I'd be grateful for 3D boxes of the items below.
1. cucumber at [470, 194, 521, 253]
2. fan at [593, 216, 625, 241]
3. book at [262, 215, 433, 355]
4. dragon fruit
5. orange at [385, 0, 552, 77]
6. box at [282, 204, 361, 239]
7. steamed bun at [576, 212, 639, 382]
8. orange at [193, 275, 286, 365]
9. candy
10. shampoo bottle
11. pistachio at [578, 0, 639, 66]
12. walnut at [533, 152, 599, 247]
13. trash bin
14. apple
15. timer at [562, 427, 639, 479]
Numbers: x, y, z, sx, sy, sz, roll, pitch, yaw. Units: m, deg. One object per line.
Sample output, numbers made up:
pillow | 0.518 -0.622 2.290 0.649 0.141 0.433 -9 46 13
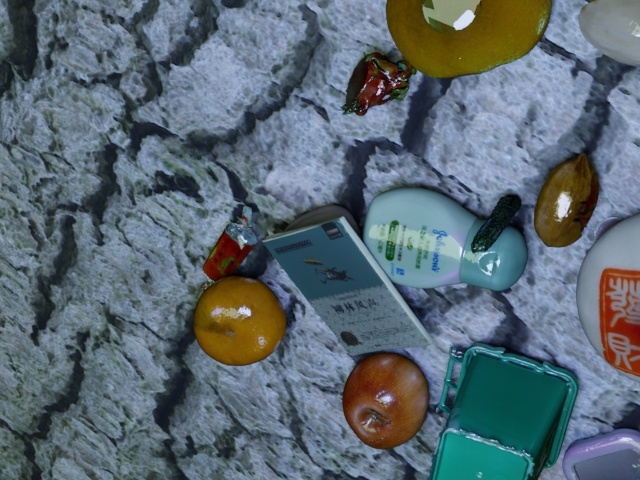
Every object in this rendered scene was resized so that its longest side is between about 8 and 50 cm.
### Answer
cucumber | 0.358 -0.037 1.771 0.043 0.256 0.044 20 123 20
fan | 0.610 0.014 1.817 0.085 0.005 0.133 13 111 19
book | 0.061 0.113 1.980 0.264 0.031 0.379 -16 119 45
dragon fruit | 0.120 -0.335 1.860 0.175 0.142 0.138 -2 71 4
orange | 0.288 -0.455 1.726 0.334 0.196 0.262 -10 116 20
box | 0.000 0.000 2.039 0.200 0.088 0.146 -27 97 30
steamed bun | 0.683 0.129 1.691 0.374 0.241 0.374 9 115 20
orange | -0.200 0.195 2.143 0.240 0.171 0.240 4 121 6
candy | -0.228 0.035 2.171 0.086 0.059 0.292 40 118 11
shampoo bottle | 0.273 0.011 1.886 0.349 0.151 0.222 14 105 19
pistachio | 0.593 -0.396 1.621 0.215 0.144 0.144 24 115 22
walnut | 0.505 -0.081 1.780 0.116 0.116 0.207 19 106 18
trash bin | 0.359 0.401 1.842 0.295 0.381 0.259 17 112 19
apple | 0.149 0.384 2.050 0.210 0.173 0.235 1 108 24
timer | 0.655 0.515 1.925 0.208 0.069 0.191 -24 96 30
